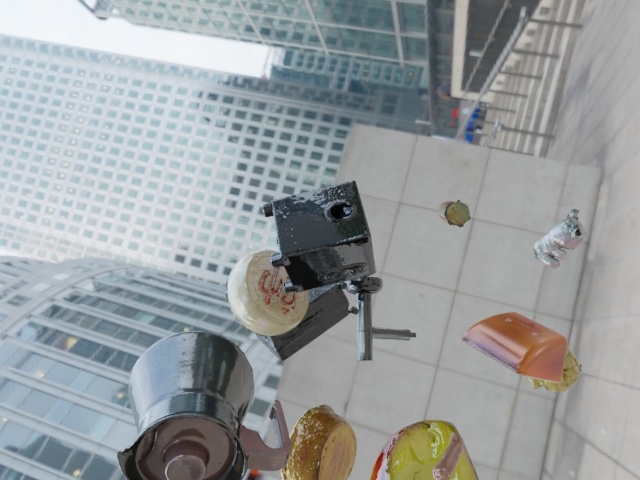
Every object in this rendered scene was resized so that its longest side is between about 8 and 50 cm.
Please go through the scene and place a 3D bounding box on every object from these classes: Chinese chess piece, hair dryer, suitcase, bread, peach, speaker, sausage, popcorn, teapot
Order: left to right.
[{"bbox_3d":[-0.260,0.409,1.252,0.361,0.376,0.305,-114,39,-68],"label":"teapot"},{"bbox_3d":[-0.162,0.162,1.710,0.112,0.270,0.270,-32,19,39],"label":"Chinese chess piece"},{"bbox_3d":[-0.072,0.257,1.963,0.335,0.230,0.152,-33,-63,-19],"label":"suitcase"},{"bbox_3d":[-0.003,0.720,1.855,0.312,0.172,0.312,-21,-64,-50],"label":"bread"},{"bbox_3d":[0.000,0.000,1.432,0.232,0.254,0.184,74,-177,-60],"label":"speaker"},{"bbox_3d":[0.228,0.307,2.181,0.284,0.156,0.320,4,-105,-47],"label":"hair dryer"},{"bbox_3d":[0.295,0.717,1.614,0.380,0.306,0.242,-29,-25,-35],"label":"peach"},{"bbox_3d":[0.289,0.482,1.227,0.036,0.042,0.158,-45,-8,31],"label":"sausage"},{"bbox_3d":[0.416,-0.087,1.742,0.264,0.083,0.083,-43,-35,-83],"label":"sausage"},{"bbox_3d":[0.875,0.478,2.134,0.250,0.250,0.190,-41,-50,-66],"label":"popcorn"}]

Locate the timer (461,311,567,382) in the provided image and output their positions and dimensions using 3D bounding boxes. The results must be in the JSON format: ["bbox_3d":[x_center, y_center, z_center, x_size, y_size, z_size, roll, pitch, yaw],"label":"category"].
[{"bbox_3d":[0.631,0.351,1.795,0.250,0.257,0.161,0,-72,-34],"label":"timer"}]

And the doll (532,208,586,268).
[{"bbox_3d":[0.761,-0.004,1.747,0.192,0.095,0.149,-52,0,29],"label":"doll"}]
